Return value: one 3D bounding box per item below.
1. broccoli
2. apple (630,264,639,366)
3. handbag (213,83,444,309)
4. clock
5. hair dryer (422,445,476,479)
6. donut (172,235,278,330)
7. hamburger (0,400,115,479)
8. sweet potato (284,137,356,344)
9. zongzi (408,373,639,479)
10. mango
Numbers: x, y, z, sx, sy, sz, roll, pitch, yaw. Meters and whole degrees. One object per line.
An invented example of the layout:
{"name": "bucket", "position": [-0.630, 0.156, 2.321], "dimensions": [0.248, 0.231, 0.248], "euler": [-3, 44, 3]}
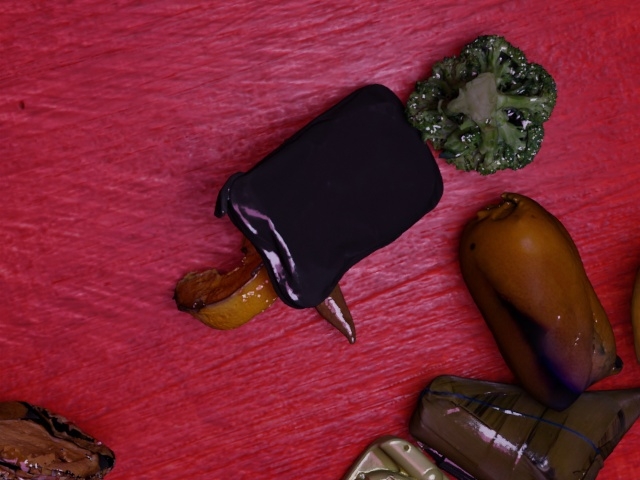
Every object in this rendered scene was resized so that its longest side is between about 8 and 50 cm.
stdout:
{"name": "broccoli", "position": [0.213, -0.176, 1.558], "dimensions": [0.195, 0.156, 0.195], "euler": [-3, 83, 24]}
{"name": "apple", "position": [0.533, 0.097, 1.562], "dimensions": [0.233, 0.286, 0.286], "euler": [-4, 98, 23]}
{"name": "handbag", "position": [0.018, -0.058, 1.518], "dimensions": [0.332, 0.075, 0.191], "euler": [-38, 103, -35]}
{"name": "clock", "position": [0.082, 0.395, 1.625], "dimensions": [0.170, 0.069, 0.232], "euler": [44, 78, -7]}
{"name": "hair dryer", "position": [0.256, 0.336, 1.666], "dimensions": [0.255, 0.070, 0.128], "euler": [35, 91, -5]}
{"name": "donut", "position": [-0.100, 0.049, 1.550], "dimensions": [0.181, 0.146, 0.078], "euler": [-41, 116, -5]}
{"name": "hamburger", "position": [-0.377, 0.278, 1.501], "dimensions": [0.231, 0.231, 0.107], "euler": [24, 94, -9]}
{"name": "sweet potato", "position": [0.000, 0.000, 1.594], "dimensions": [0.067, 0.059, 0.281], "euler": [-6, 96, 7]}
{"name": "zongzi", "position": [0.292, 0.222, 1.641], "dimensions": [0.260, 0.123, 0.289], "euler": [34, 55, 16]}
{"name": "mango", "position": [0.285, 0.077, 1.570], "dimensions": [0.153, 0.201, 0.287], "euler": [-25, 80, -3]}
